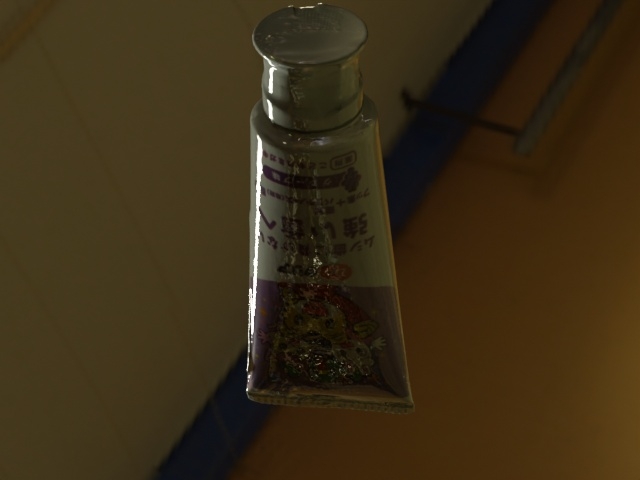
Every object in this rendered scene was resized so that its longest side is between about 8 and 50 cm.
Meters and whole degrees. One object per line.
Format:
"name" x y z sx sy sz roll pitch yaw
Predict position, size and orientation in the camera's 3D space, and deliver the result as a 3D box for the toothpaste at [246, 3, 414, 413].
"toothpaste" 0.000 0.000 0.967 0.073 0.114 0.299 -80 -10 -51
